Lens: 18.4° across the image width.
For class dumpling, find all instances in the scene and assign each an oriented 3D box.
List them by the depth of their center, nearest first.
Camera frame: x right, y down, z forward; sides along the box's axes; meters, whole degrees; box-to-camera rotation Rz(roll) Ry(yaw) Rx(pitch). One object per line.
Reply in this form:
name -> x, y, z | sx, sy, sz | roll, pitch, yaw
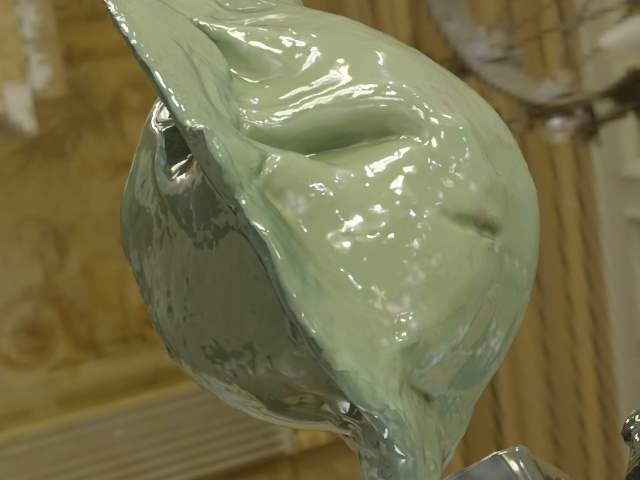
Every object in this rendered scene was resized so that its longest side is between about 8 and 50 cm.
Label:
dumpling -> -0.016, -0.010, 1.059 | 0.321, 0.270, 0.211 | 34, -64, 36

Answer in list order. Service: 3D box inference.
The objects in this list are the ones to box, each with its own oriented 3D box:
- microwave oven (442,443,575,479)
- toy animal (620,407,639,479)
microwave oven -> -0.042, 0.307, 0.529 | 0.374, 0.432, 0.236 | 64, 10, 19
toy animal -> 0.194, 0.116, 0.972 | 0.082, 0.269, 0.137 | 33, -3, -1
